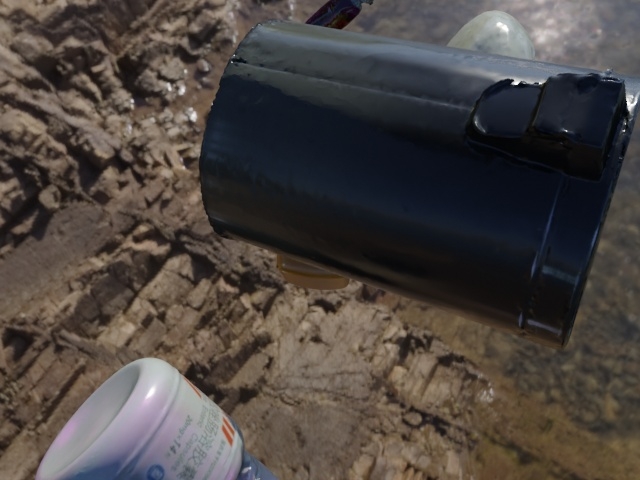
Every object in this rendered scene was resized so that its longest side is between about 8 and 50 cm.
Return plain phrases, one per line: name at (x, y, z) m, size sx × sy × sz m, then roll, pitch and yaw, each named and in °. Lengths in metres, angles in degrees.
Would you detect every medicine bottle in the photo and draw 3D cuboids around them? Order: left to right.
medicine bottle at (-0.206, 0.340, 0.949) m, size 0.241 × 0.302 × 0.241 m, roll -39°, pitch 18°, yaw 15°
medicine bottle at (-0.001, 0.000, 1.084) m, size 0.112 × 0.222 × 0.149 m, roll 6°, pitch 79°, yaw 3°

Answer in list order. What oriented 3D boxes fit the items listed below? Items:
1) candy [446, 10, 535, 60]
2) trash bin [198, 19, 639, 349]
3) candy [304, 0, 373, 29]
candy at (0.196, -0.129, 1.017) m, size 0.186 × 0.427 × 0.386 m, roll 15°, pitch 40°, yaw -2°
trash bin at (0.074, -0.058, 0.548) m, size 0.301 × 0.252 × 0.203 m, roll 17°, pitch 72°, yaw 22°
candy at (0.018, -0.336, 1.026) m, size 0.175 × 0.045 × 0.043 m, roll -33°, pitch 37°, yaw 29°
